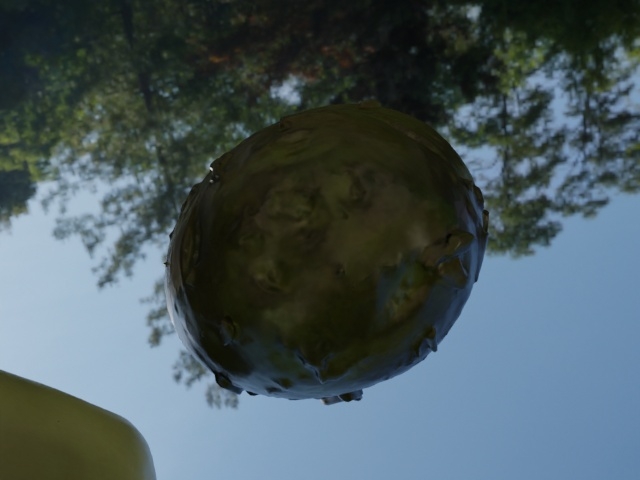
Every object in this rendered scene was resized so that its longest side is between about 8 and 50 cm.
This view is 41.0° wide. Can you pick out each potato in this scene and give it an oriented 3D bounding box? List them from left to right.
[{"bbox_3d":[0.000,0.000,0.479,0.176,0.141,0.298,-23,-173,3],"label":"potato"}]

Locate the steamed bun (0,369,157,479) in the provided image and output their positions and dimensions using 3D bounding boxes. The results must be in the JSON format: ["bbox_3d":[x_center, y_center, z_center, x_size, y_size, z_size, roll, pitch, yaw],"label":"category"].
[{"bbox_3d":[-0.195,0.204,0.509,0.154,0.200,0.250,-20,-134,48],"label":"steamed bun"}]
